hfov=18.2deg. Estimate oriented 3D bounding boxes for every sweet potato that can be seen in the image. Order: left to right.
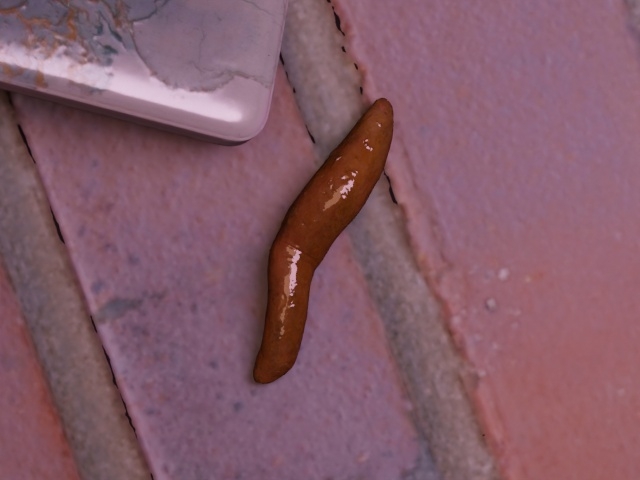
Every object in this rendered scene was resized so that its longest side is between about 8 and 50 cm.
[{"bbox_3d":[-0.004,-0.002,1.139,0.044,0.044,0.179,26,88,5],"label":"sweet potato"}]

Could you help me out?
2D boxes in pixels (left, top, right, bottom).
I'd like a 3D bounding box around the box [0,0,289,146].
[{"bbox_3d":[-0.155,-0.150,1.099,0.285,0.044,0.142,14,76,-18],"label":"box"}]
